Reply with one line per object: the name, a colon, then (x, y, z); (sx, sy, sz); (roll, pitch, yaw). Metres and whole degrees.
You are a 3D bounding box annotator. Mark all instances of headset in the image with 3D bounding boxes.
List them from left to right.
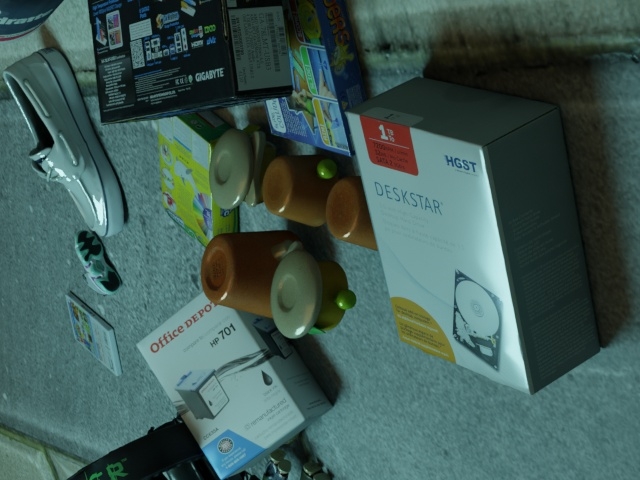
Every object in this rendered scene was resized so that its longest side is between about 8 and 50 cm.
headset: (-0.209, 0.282, 1.960); (0.185, 0.243, 0.394); (59, -165, 18)

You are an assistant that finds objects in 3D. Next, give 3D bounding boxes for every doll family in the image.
doll family: (-0.009, 0.341, 1.902); (0.193, 0.076, 0.111); (47, 129, 36)

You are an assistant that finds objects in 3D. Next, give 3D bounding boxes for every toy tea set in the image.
toy tea set: (0.000, 0.000, 1.593); (0.336, 0.124, 0.200); (19, 100, 57)

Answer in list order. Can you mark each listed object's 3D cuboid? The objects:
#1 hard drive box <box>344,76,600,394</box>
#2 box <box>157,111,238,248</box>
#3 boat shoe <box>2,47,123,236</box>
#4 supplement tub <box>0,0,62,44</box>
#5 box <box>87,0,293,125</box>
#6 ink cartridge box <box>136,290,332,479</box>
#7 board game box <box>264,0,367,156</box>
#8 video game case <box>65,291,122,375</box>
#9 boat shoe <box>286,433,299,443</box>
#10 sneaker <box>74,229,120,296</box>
hard drive box: (0.130, -0.008, 1.351); (0.181, 0.089, 0.232); (19, 130, 52)
box: (-0.138, -0.071, 1.795); (0.105, 0.043, 0.179); (40, 143, 35)
boat shoe: (-0.335, -0.115, 2.038); (0.095, 0.084, 0.258); (-5, 110, 60)
supplement tub: (-0.345, -0.340, 1.746); (0.191, 0.191, 0.272); (63, 152, -2)
box: (-0.141, -0.268, 1.517); (0.295, 0.073, 0.293); (-3, 93, 58)
ink cartridge box: (-0.100, 0.156, 1.824); (0.139, 0.082, 0.191); (-38, 80, 22)
board game box: (-0.020, -0.187, 1.502); (0.136, 0.035, 0.201); (21, 132, 51)
video game case: (-0.335, 0.138, 2.340); (0.122, 0.011, 0.087); (34, 142, 42)
boat shoe: (-0.093, 0.171, 1.914); (0.190, 0.068, 0.072); (55, 166, 16)
sneaker: (-0.319, 0.036, 2.194); (0.098, 0.038, 0.069); (63, 151, -1)
